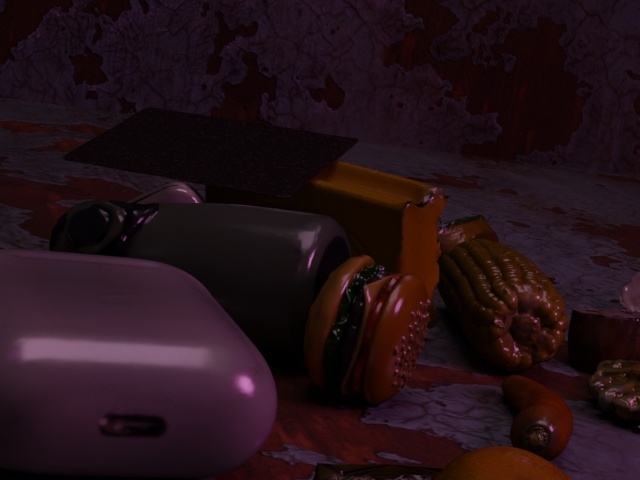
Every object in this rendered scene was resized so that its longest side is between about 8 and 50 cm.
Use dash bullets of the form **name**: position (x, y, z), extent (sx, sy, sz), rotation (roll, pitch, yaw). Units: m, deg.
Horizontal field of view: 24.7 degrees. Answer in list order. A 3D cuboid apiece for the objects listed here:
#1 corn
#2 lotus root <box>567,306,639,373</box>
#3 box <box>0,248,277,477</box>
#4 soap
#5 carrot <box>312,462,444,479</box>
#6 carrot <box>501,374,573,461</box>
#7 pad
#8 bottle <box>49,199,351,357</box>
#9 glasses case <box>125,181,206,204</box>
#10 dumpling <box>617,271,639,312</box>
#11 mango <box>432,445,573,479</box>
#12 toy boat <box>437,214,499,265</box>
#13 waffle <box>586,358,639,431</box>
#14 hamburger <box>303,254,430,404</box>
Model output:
- **corn**: position (0.226, 0.072, 1.889), extent (0.131, 0.131, 0.344), rotation (7, 11, -9)
- **lotus root**: position (0.374, 0.124, 1.865), extent (0.122, 0.081, 0.112), rotation (3, 11, -24)
- **box**: position (-0.207, 0.107, 1.337), extent (0.288, 0.141, 0.349), rotation (4, 13, -20)
- **soap**: position (0.001, 0.000, 1.877), extent (0.324, 0.204, 0.096), rotation (15, 26, 32)
- **carrot**: position (0.097, 0.220, 1.225), extent (0.228, 0.069, 0.069), rotation (6, 12, -11)
- **carrot**: position (0.230, 0.182, 1.545), extent (0.062, 0.066, 0.271), rotation (53, 10, -2)
- **pad**: position (-0.141, -0.117, 1.892), extent (0.330, 0.004, 0.220), rotation (11, 27, 24)
- **bottle**: position (-0.147, 0.033, 1.701), extent (0.346, 0.169, 0.168), rotation (8, 11, 18)
- **glasses case**: position (-0.231, -0.008, 1.832), extent (0.204, 0.081, 0.051), rotation (-23, 28, 20)
- **dumpling**: position (0.545, 0.089, 2.149), extent (0.111, 0.181, 0.155), rotation (50, 9, -51)
- **mango**: position (0.142, 0.238, 1.077), extent (0.157, 0.109, 0.262), rotation (20, 19, 5)
- **toy boat**: position (0.211, -0.002, 2.321), extent (0.088, 0.089, 0.229), rotation (31, 24, 26)
- **waffle**: position (0.415, 0.180, 1.687), extent (0.214, 0.054, 0.208), rotation (5, 14, 7)
- **hamburger**: position (0.050, 0.098, 1.568), extent (0.115, 0.162, 0.162), rotation (19, 14, 19)
